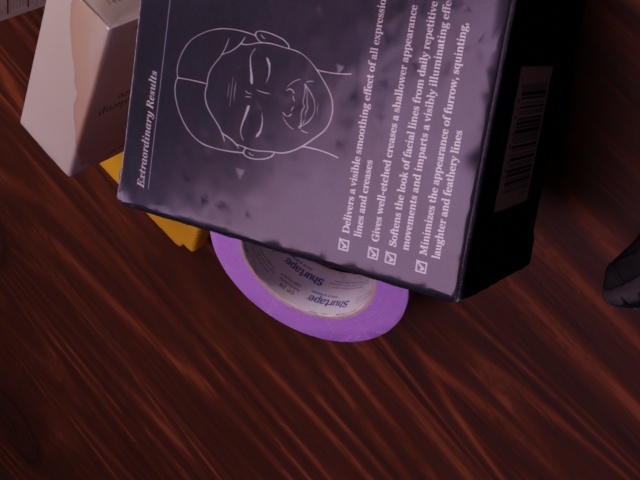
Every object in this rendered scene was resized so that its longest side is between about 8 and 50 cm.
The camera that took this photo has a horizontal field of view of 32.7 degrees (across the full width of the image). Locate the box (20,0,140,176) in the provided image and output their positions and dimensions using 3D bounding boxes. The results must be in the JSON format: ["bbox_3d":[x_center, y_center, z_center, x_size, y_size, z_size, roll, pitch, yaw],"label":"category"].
[{"bbox_3d":[-0.300,-0.243,1.491,0.121,0.148,0.311,47,143,13],"label":"box"}]

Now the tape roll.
[{"bbox_3d":[0.000,0.000,1.380,0.274,0.090,0.275,19,137,18],"label":"tape roll"}]

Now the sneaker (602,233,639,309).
[{"bbox_3d":[0.378,-0.037,1.012,0.341,0.125,0.140,-47,50,54],"label":"sneaker"}]

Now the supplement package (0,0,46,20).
[{"bbox_3d":[-0.483,-0.403,1.632,0.105,0.179,0.105,39,138,24],"label":"supplement package"}]

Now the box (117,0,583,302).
[{"bbox_3d":[0.024,-0.143,1.098,0.395,0.212,0.294,16,106,25],"label":"box"}]

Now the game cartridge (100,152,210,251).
[{"bbox_3d":[-0.240,-0.170,1.637,0.285,0.052,0.324,45,143,16],"label":"game cartridge"}]
